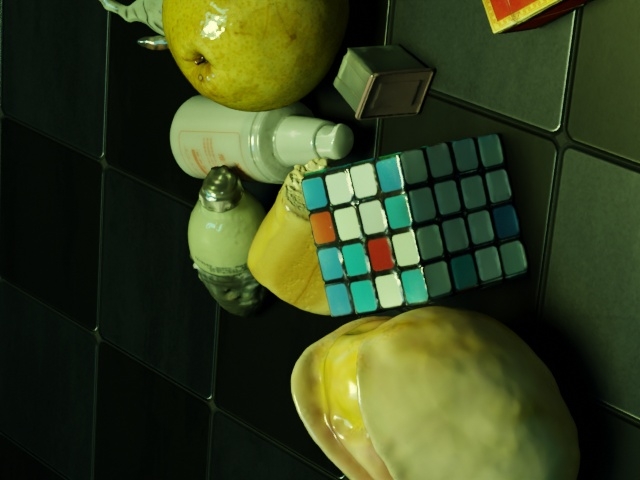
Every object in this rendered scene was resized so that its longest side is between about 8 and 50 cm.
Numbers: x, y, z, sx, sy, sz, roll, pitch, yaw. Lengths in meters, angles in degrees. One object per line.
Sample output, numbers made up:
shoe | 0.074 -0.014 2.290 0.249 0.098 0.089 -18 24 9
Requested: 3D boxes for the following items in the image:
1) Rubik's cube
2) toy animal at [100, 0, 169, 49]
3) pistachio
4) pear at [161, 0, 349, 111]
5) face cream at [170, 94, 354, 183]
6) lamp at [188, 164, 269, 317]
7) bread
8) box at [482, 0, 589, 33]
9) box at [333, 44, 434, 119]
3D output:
Rubik's cube | 0.096 -0.016 1.794 0.151 0.155 0.154 -12 92 50
toy animal | -0.183 -0.349 2.075 0.170 0.089 0.255 46 134 26
pistachio | 0.123 0.187 1.758 0.230 0.309 0.230 -38 34 31
pear | -0.071 -0.235 1.879 0.209 0.209 0.209 17 113 45
face cream | -0.057 -0.113 1.984 0.251 0.101 0.101 7 106 47
lamp | -0.101 0.007 2.042 0.101 0.101 0.250 44 159 32
bread | 0.000 -0.001 1.940 0.134 0.085 0.173 27 141 -5
box | 0.235 -0.302 1.622 0.239 0.074 0.153 -24 86 48
box | 0.063 -0.168 1.845 0.063 0.084 0.060 50 134 35
